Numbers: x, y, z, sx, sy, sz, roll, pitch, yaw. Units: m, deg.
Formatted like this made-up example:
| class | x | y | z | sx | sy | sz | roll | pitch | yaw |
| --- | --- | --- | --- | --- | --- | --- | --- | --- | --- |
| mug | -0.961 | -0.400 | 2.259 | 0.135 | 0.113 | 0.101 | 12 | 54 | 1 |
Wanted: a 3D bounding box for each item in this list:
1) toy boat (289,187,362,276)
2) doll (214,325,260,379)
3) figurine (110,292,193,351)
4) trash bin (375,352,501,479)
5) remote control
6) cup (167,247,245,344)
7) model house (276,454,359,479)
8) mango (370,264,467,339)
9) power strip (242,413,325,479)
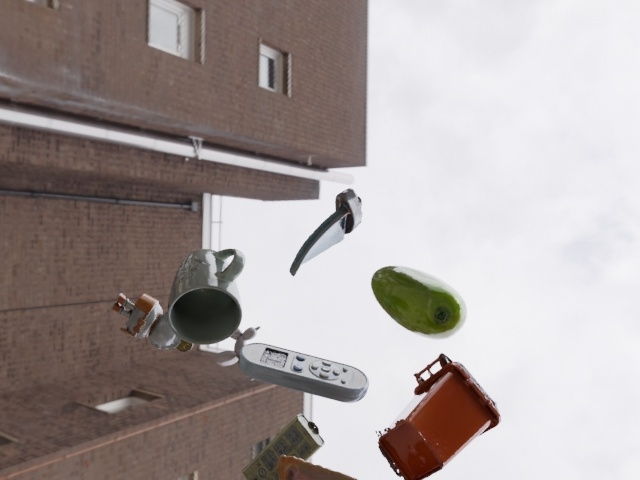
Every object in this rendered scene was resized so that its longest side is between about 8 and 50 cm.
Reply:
| class | x | y | z | sx | sy | sz | roll | pitch | yaw |
| --- | --- | --- | --- | --- | --- | --- | --- | --- | --- |
| toy boat | 0.000 | 0.000 | 0.650 | 0.034 | 0.096 | 0.122 | 37 | -111 | 20 |
| doll | -0.219 | 0.321 | 1.597 | 0.160 | 0.059 | 0.161 | 4 | -119 | 13 |
| figurine | -0.517 | 0.258 | 1.701 | 0.271 | 0.143 | 0.143 | 36 | -71 | 10 |
| trash bin | 0.234 | 0.369 | 1.147 | 0.184 | 0.238 | 0.161 | 52 | -48 | 16 |
| remote control | -0.032 | 0.242 | 1.006 | 0.244 | 0.087 | 0.047 | 14 | -69 | 3 |
| cup | -0.286 | 0.109 | 1.472 | 0.258 | 0.186 | 0.234 | -48 | -152 | 19 |
| model house | -0.002 | 0.456 | 0.777 | 0.237 | 0.202 | 0.237 | -43 | -122 | -15 |
| mango | 0.248 | 0.153 | 1.458 | 0.156 | 0.192 | 0.343 | -63 | -149 | 4 |
| power strip | -0.100 | 0.526 | 1.309 | 0.092 | 0.034 | 0.268 | 47 | -72 | 18 |
